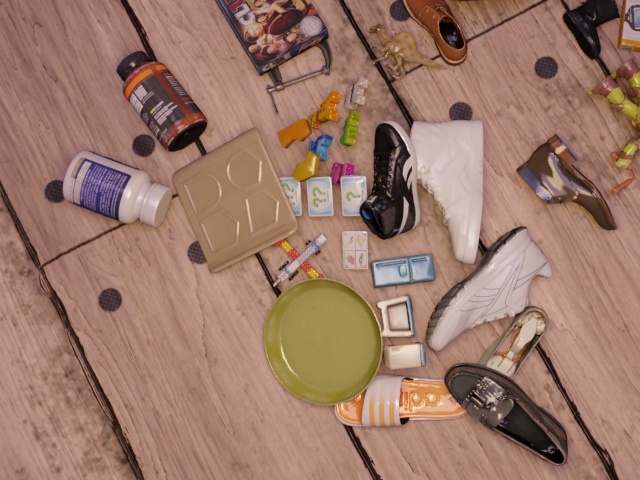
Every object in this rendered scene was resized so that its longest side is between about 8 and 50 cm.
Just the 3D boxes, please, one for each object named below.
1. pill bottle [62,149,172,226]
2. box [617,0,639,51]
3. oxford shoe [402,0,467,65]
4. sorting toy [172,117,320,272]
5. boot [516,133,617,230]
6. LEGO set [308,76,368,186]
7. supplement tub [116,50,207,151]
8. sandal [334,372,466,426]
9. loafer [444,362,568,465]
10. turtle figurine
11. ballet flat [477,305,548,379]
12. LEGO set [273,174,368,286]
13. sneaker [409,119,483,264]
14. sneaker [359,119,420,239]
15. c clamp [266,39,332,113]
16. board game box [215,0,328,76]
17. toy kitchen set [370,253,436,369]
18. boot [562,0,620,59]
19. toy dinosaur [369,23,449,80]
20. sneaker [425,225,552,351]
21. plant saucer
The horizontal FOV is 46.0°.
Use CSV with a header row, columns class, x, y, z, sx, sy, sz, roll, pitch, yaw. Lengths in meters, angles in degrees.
class,x,y,z,sx,sy,sz,roll,pitch,yaw
pill bottle,-0.393,-0.096,1.474,0.186,0.112,0.112,20,84,4
box,0.656,-0.452,1.536,0.081,0.028,0.136,10,81,3
oxford shoe,0.235,-0.458,1.523,0.076,0.076,0.212,-34,82,-1
sorting toy,-0.126,-0.097,1.462,0.307,0.041,0.229,-26,80,20
boot,0.484,-0.092,1.484,0.106,0.082,0.219,-35,87,19
LEGO set,0.020,-0.218,1.500,0.087,0.093,0.227,17,77,-28
supplement tub,-0.319,-0.280,1.498,0.106,0.106,0.198,-37,83,-3
sandal,0.158,0.299,1.428,0.265,0.076,0.102,-3,83,1
loafer,0.350,0.320,1.390,0.267,0.084,0.096,33,106,-5
turtle figurine,0.630,-0.236,1.478,0.269,0.087,0.217,-38,84,-3
ballet flat,0.360,0.214,1.438,0.072,0.068,0.213,35,85,5
LEGO set,0.000,0.000,1.451,0.182,0.060,0.244,0,102,11
sneaker,0.229,-0.096,1.468,0.169,0.108,0.293,2,73,3
sneaker,0.120,-0.107,1.402,0.121,0.079,0.217,-26,108,-40
c clamp,-0.045,-0.347,1.545,0.160,0.022,0.137,-25,77,-1
board game box,-0.114,-0.479,1.541,0.165,0.042,0.243,-30,79,-2
toy kitchen set,0.169,0.128,1.404,0.122,0.166,0.207,-8,83,0
boot,0.561,-0.440,1.529,0.099,0.045,0.121,-30,82,-5
toy dinosaur,0.167,-0.375,1.525,0.183,0.053,0.093,32,83,5
sneaker,0.322,0.109,1.436,0.297,0.111,0.129,-44,90,-3
plant saucer,0.008,0.190,1.434,0.241,0.037,0.241,1,92,21
